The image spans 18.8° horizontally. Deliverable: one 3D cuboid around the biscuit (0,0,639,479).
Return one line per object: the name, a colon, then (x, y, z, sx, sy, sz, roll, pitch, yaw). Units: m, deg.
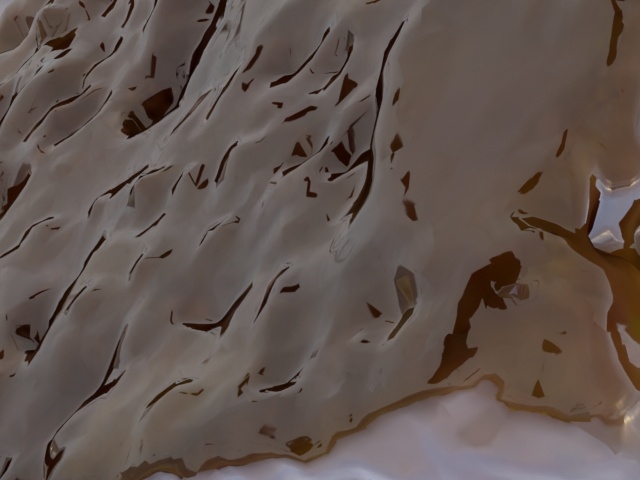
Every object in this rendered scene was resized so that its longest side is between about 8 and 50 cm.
biscuit: (0.000, 0.000, 0.662, 0.395, 0.166, 0.342, -19, -143, 41)
